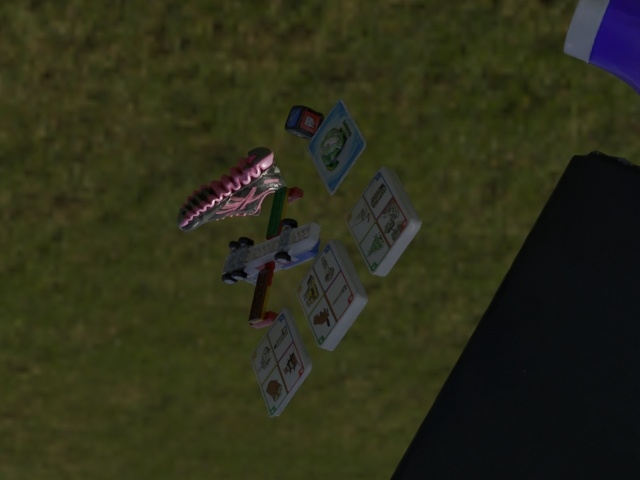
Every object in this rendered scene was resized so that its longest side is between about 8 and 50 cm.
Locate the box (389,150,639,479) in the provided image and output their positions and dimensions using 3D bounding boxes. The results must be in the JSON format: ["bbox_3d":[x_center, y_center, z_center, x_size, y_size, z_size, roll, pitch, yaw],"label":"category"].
[{"bbox_3d":[0.262,0.270,1.443,0.297,0.480,0.472,22,165,32],"label":"box"}]

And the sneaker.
[{"bbox_3d":[-0.086,-0.039,1.846,0.119,0.047,0.057,-34,119,6],"label":"sneaker"}]

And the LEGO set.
[{"bbox_3d":[0.000,0.000,1.379,0.060,0.244,0.182,24,112,-28],"label":"LEGO set"}]

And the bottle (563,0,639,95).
[{"bbox_3d":[0.306,-0.107,1.255,0.283,0.092,0.118,22,154,11],"label":"bottle"}]
